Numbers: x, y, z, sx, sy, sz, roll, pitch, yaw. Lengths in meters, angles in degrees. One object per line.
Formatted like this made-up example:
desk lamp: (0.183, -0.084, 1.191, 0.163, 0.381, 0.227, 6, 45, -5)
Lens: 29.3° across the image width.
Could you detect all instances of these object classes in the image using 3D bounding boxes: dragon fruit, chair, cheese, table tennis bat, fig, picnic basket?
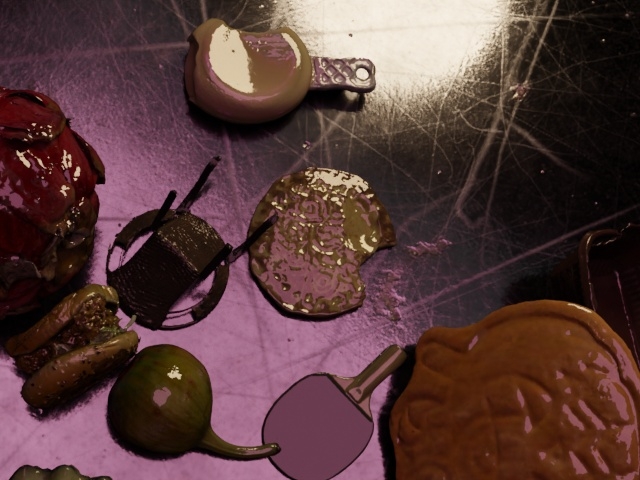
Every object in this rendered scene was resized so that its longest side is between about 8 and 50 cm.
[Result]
dragon fruit: (-0.435, -0.055, 1.582, 0.329, 0.329, 0.329, 3, 75, -10)
chair: (-0.190, 0.013, 1.719, 0.174, 0.149, 0.213, 45, 116, 2)
cheese: (-0.056, -0.252, 1.823, 0.286, 0.082, 0.163, -2, 76, -14)
table tennis bat: (0.027, 0.236, 1.737, 0.246, 0.022, 0.138, -42, 86, -17)
fig: (-0.168, 0.244, 1.660, 0.245, 0.149, 0.149, 37, 71, -16)
picnic basket: (0.437, 0.135, 1.764, 0.222, 0.129, 0.297, -3, 74, -33)

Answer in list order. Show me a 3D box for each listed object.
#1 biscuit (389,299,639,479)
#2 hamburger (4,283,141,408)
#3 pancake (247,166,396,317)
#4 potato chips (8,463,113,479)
biscuit: (0.269, 0.278, 1.653, 0.365, 0.062, 0.385, -8, 82, 21)
hamburger: (-0.316, 0.142, 1.617, 0.185, 0.177, 0.113, -19, 70, -34)
pancake: (0.000, 0.000, 1.790, 0.212, 0.029, 0.235, 36, 72, 1)
potato chips: (-0.392, 0.481, 1.514, 0.358, 0.070, 0.429, 5, 65, 12)
